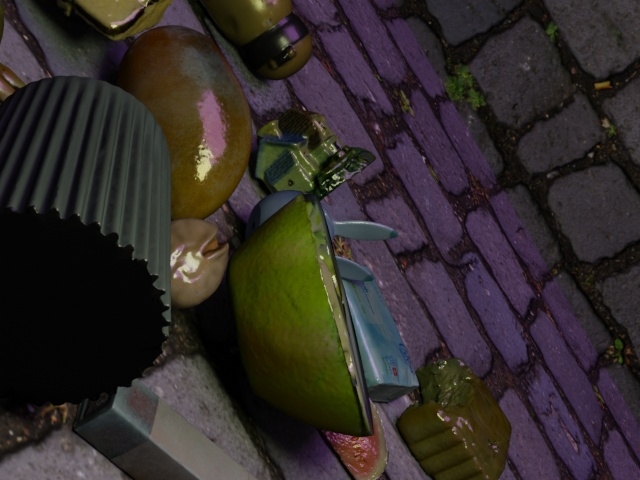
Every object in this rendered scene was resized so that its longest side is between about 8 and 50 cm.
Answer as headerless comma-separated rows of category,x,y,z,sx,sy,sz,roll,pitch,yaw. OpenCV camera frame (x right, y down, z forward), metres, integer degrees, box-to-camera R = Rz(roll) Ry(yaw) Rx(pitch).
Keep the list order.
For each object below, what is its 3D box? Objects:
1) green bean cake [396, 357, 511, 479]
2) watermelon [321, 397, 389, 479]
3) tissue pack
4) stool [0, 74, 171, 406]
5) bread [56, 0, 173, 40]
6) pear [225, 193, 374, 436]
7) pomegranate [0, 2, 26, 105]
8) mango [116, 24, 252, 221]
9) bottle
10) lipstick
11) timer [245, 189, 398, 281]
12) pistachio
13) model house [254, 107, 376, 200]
green bean cake,0.268,0.362,2.271,0.233,0.124,0.236,54,26,-11
watermelon,0.042,0.314,1.994,0.119,0.063,0.245,-25,85,-52
tissue pack,0.076,0.167,2.172,0.177,0.089,0.263,15,50,-58
stool,-0.318,-0.018,1.415,0.297,0.297,0.330,44,25,-30
bread,-0.359,-0.471,1.894,0.263,0.198,0.236,38,33,2
pear,-0.042,0.133,1.822,0.399,0.165,0.399,-14,90,-87
pomegranate,-0.488,-0.263,1.520,0.241,0.159,0.190,63,25,-4
mango,-0.223,-0.197,1.891,0.221,0.199,0.384,24,45,-39
bottle,-0.151,-0.493,2.401,0.351,0.171,0.171,56,25,-12
lipstick,-0.168,0.319,1.559,0.371,0.076,0.080,46,27,-27
timer,-0.016,-0.014,2.070,0.255,0.175,0.175,-4,64,-37
pistachio,-0.204,0.030,1.724,0.126,0.152,0.223,55,18,-8
model house,-0.031,-0.163,2.240,0.189,0.195,0.214,50,22,0
